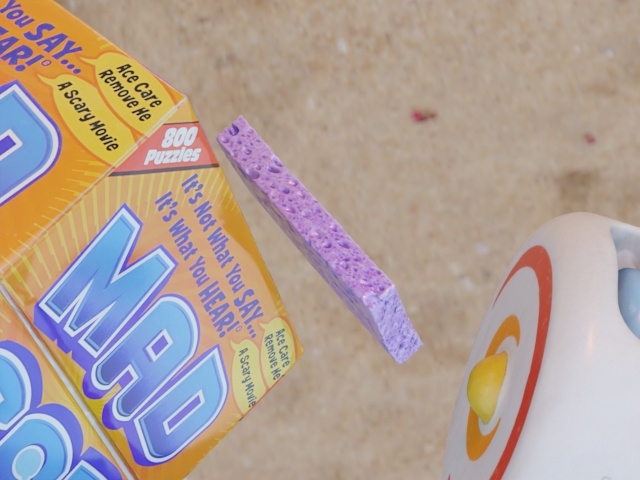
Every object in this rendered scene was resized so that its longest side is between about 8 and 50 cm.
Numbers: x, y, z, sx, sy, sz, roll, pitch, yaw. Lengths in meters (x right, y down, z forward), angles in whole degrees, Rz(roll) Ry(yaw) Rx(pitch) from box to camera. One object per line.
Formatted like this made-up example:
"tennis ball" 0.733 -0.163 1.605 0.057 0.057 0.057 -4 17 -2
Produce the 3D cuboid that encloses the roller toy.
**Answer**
"roller toy" 0.141 0.089 0.961 0.146 0.191 0.209 17 170 -7

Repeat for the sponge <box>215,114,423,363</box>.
"sponge" 0.000 0.000 1.539 0.031 0.210 0.117 -39 150 -5

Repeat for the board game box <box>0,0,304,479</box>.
"board game box" -0.290 0.028 1.460 0.356 0.356 0.356 -45 148 -15
